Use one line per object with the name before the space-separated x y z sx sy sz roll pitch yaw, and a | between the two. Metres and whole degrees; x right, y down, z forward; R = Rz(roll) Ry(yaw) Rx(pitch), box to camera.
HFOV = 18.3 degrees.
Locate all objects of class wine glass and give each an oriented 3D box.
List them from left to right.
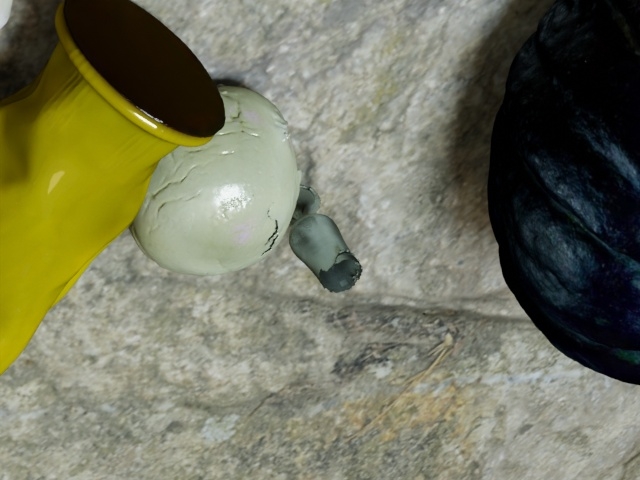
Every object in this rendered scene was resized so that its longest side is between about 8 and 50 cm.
wine glass | 0.000 0.000 1.376 0.039 0.083 0.042 -50 138 13

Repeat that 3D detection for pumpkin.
pumpkin | 0.287 -0.056 1.381 0.363 0.266 0.363 -19 144 -15

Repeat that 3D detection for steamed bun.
steamed bun | -0.071 -0.030 1.283 0.112 0.091 0.130 -7 136 -28

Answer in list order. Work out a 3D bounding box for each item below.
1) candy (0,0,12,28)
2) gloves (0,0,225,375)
candy | -0.237 -0.209 0.910 0.115 0.155 0.265 -36 143 8
gloves | -0.197 -0.011 1.214 0.133 0.116 0.294 41 114 -10
